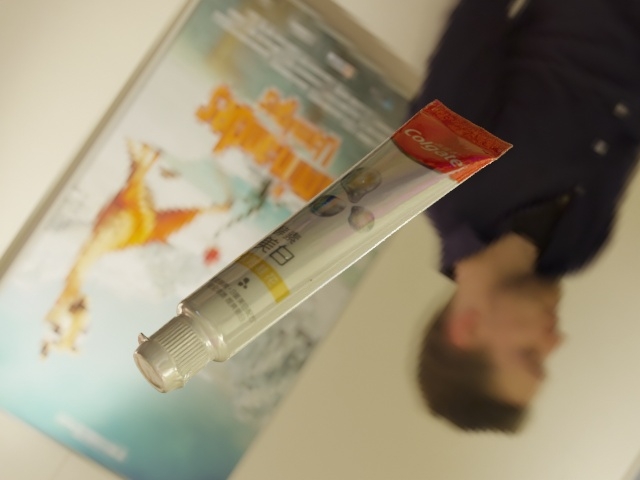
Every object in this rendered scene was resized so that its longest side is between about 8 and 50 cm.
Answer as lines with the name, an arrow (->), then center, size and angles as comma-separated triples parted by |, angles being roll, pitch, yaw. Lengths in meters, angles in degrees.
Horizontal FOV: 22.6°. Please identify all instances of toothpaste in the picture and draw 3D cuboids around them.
toothpaste -> 0.000, 0.000, 0.684 | 0.048, 0.190, 0.031 | 35, 152, 36
